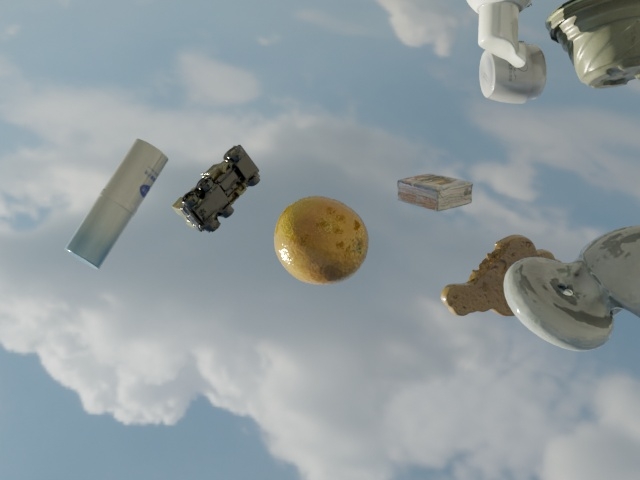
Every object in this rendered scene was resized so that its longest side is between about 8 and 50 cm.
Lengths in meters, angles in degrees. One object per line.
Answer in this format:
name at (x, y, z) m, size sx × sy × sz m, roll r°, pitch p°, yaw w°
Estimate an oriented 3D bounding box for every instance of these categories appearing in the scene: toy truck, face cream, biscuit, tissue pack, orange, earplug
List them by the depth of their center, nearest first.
face cream at (0.320, -0.495, 1.648) m, size 0.146 × 0.369 × 0.145 m, roll 2°, pitch 171°, yaw 0°
earplug at (0.489, 0.080, 1.665) m, size 0.326 × 0.175 × 0.214 m, roll -17°, pitch -133°, yaw -9°
face cream at (0.362, -0.316, 1.745) m, size 0.104 × 0.117 × 0.117 m, roll -5°, pitch -151°, yaw -9°
face cream at (-0.383, -0.069, 1.749) m, size 0.077 × 0.250 × 0.077 m, roll 29°, pitch 168°, yaw 7°
biscuit at (0.418, 0.092, 2.131) m, size 0.320 × 0.183 × 0.047 m, roll -24°, pitch -164°, yaw -19°
tissue pack at (0.277, -0.118, 2.252) m, size 0.116 × 0.065 × 0.155 m, roll -13°, pitch -162°, yaw -32°
orange at (0.000, 0.000, 2.272) m, size 0.236 × 0.236 × 0.236 m, roll 9°, pitch -153°, yaw -4°
toy truck at (-0.289, -0.147, 2.580) m, size 0.257 × 0.127 × 0.127 m, roll -48°, pitch -147°, yaw -19°

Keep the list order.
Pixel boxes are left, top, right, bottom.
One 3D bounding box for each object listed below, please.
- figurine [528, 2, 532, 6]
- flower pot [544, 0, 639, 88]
figurine at (0.412, -0.656, 2.061) m, size 0.143 × 0.308 × 0.308 m, roll 5°, pitch -158°, yaw 24°
flower pot at (0.529, -0.357, 1.660) m, size 0.236 × 0.140 × 0.235 m, roll -9°, pitch 174°, yaw -1°
